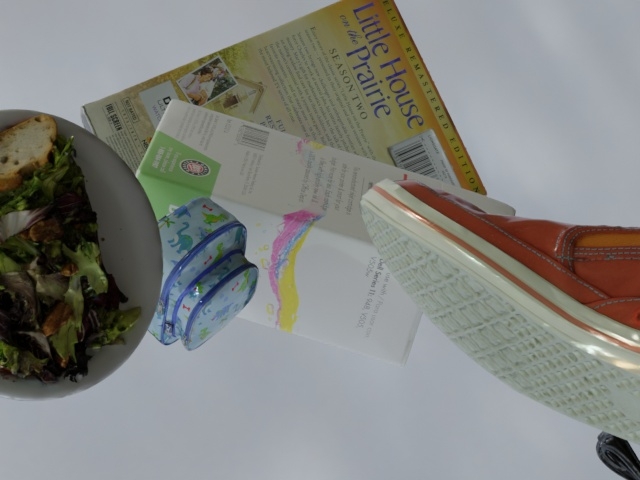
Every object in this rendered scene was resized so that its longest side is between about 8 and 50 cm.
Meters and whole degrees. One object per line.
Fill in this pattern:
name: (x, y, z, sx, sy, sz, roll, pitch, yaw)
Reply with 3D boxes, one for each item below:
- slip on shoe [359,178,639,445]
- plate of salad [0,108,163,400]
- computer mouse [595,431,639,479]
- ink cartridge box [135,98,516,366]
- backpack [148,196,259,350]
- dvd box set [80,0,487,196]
slip on shoe: (0.163, 0.038, 1.087, 0.101, 0.331, 0.123, -50, -36, -22)
plate of salad: (-0.192, 0.007, 1.280, 0.200, 0.048, 0.199, 7, -104, -30)
computer mouse: (0.444, 0.230, 2.249, 0.184, 0.262, 0.060, 40, -131, 1)
ink cartridge box: (0.000, 0.000, 1.788, 0.353, 0.119, 0.207, 17, -157, -2)
backpack: (-0.103, 0.026, 1.592, 0.084, 0.114, 0.105, 38, -121, 22)
dvd box set: (-0.045, -0.105, 2.368, 0.307, 0.420, 0.062, 64, 168, 7)
